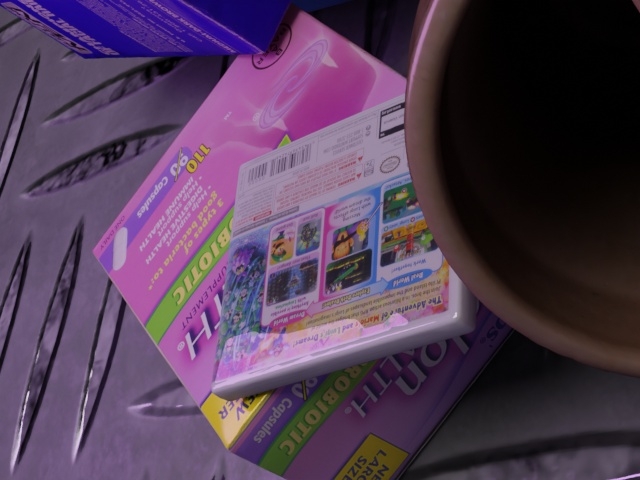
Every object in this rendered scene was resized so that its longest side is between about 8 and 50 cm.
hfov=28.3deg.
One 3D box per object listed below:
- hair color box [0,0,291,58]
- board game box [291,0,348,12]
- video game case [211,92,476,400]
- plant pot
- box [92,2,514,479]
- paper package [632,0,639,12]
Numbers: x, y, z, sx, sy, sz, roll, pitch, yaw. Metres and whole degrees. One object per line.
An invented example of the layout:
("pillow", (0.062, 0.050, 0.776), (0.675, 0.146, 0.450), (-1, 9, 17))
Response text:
("hair color box", (-0.115, -0.235, 0.915), (0.339, 0.110, 0.185), (12, 75, 61))
("board game box", (0.054, -0.336, 0.978), (0.308, 0.086, 0.302), (-6, 60, 45))
("video game case", (0.012, -0.001, 0.647), (0.157, 0.019, 0.143), (-20, 52, 36))
("plant pot", (0.165, -0.103, 0.588), (0.263, 0.263, 0.229), (-39, 24, 22))
("box", (0.000, 0.000, 0.771), (0.213, 0.117, 0.243), (-52, 38, 6))
("paper package", (0.271, -0.103, 0.342), (0.325, 0.309, 0.168), (-34, 4, 6))
